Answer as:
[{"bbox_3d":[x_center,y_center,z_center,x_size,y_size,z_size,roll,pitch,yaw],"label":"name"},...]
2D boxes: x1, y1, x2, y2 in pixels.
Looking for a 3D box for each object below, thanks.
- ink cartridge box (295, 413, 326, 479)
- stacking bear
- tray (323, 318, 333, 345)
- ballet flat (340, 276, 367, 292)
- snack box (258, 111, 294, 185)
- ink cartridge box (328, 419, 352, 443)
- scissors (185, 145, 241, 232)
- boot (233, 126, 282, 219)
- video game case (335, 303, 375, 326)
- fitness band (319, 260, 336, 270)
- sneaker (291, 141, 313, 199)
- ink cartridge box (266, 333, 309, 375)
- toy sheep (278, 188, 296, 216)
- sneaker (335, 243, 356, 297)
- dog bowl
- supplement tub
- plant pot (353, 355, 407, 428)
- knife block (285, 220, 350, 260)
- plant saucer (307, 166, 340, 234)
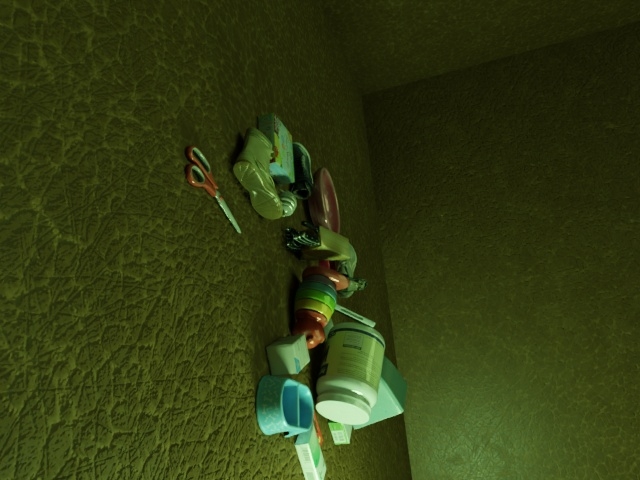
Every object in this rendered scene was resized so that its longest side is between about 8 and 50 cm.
[{"bbox_3d":[-0.016,0.693,1.613,0.225,0.056,0.181,-53,131,-66],"label":"ink cartridge box"},{"bbox_3d":[-0.023,0.252,1.690,0.164,0.175,0.289,36,49,-26],"label":"stacking bear"},{"bbox_3d":[0.003,0.305,1.951,0.145,0.030,0.270,-61,138,-64],"label":"tray"},{"bbox_3d":[0.145,0.191,2.027,0.188,0.070,0.070,-7,86,-57],"label":"ballet flat"},{"bbox_3d":[-0.160,-0.333,1.723,0.174,0.070,0.207,44,40,-63],"label":"snack box"},{"bbox_3d":[0.092,0.722,1.937,0.209,0.062,0.109,-60,137,-66],"label":"ink cartridge box"},{"bbox_3d":[-0.281,-0.135,1.281,0.297,0.021,0.109,54,28,-53],"label":"scissors"},{"bbox_3d":[-0.187,-0.216,1.528,0.203,0.095,0.262,-87,155,-42],"label":"boot"},{"bbox_3d":[0.119,0.296,1.892,0.212,0.193,0.023,94,22,-80],"label":"video game case"},{"bbox_3d":[0.030,0.126,2.057,0.291,0.054,0.209,78,11,-46],"label":"fitness band"},{"bbox_3d":[-0.084,-0.275,1.915,0.163,0.086,0.226,-77,153,-60],"label":"sneaker"},{"bbox_3d":[-0.097,0.356,1.476,0.143,0.089,0.092,-8,88,-75],"label":"ink cartridge box"},{"bbox_3d":[-0.128,-0.132,1.687,0.091,0.091,0.132,63,26,-44],"label":"toy sheep"},{"bbox_3d":[0.108,0.120,2.103,0.121,0.099,0.263,52,35,-71],"label":"sneaker"},{"bbox_3d":[-0.098,0.499,1.417,0.297,0.074,0.166,53,31,-59],"label":"dog bowl"},{"bbox_3d":[0.114,0.506,1.799,0.235,0.235,0.325,65,31,-41],"label":"supplement tub"},{"bbox_3d":[0.221,0.646,2.130,0.252,0.247,0.247,62,19,-4],"label":"plant pot"},{"bbox_3d":[0.000,0.000,1.779,0.242,0.275,0.088,119,-31,-67],"label":"knife block"},{"bbox_3d":[0.013,-0.166,2.158,0.332,0.084,0.332,-10,90,-77],"label":"plant saucer"}]
